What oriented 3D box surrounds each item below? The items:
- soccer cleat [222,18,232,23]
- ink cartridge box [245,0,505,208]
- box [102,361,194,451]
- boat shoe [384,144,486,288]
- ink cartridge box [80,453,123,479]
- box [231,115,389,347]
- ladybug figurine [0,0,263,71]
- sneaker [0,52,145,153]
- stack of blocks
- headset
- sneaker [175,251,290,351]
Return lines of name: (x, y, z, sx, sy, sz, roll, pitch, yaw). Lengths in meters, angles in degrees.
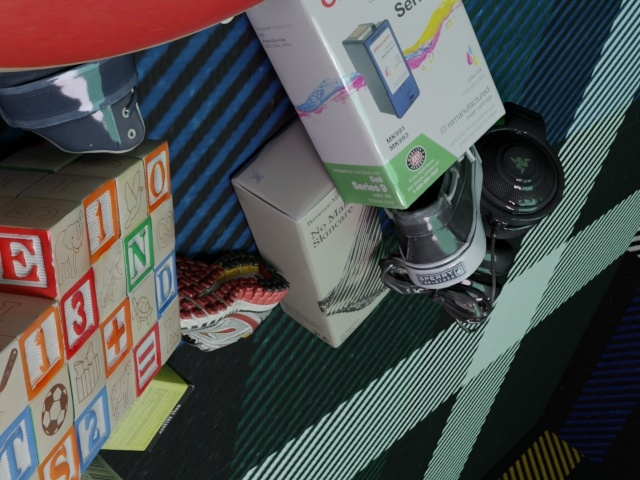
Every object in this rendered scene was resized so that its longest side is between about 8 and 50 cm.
soccer cleat: (-0.061, -0.206, 0.624, 0.029, 0.036, 0.083, -12, 130, -53)
ink cartridge box: (0.051, -0.157, 0.701, 0.154, 0.093, 0.212, -42, 119, -24)
box: (-0.216, 0.142, 0.743, 0.087, 0.058, 0.232, -56, 153, 2)
boat shoe: (0.105, -0.076, 0.856, 0.104, 0.113, 0.306, 62, 23, -28)
ink cartridge box: (-0.337, 0.303, 0.658, 0.309, 0.130, 0.272, -53, 151, -3)
box: (0.000, 0.000, 0.882, 0.113, 0.094, 0.275, -47, 152, -18)
ladybug figurine: (-0.082, -0.230, 0.336, 0.449, 0.162, 0.305, -30, 123, -23)
sneaker: (-0.122, -0.155, 0.516, 0.226, 0.086, 0.163, -33, 135, -19)
stack of blocks: (-0.183, 0.058, 0.491, 0.297, 0.087, 0.171, -63, 156, -63)
headset: (0.180, -0.034, 1.017, 0.394, 0.185, 0.243, -71, -176, -55)
sneaker: (-0.119, 0.073, 0.787, 0.225, 0.088, 0.092, 1, 125, -55)
